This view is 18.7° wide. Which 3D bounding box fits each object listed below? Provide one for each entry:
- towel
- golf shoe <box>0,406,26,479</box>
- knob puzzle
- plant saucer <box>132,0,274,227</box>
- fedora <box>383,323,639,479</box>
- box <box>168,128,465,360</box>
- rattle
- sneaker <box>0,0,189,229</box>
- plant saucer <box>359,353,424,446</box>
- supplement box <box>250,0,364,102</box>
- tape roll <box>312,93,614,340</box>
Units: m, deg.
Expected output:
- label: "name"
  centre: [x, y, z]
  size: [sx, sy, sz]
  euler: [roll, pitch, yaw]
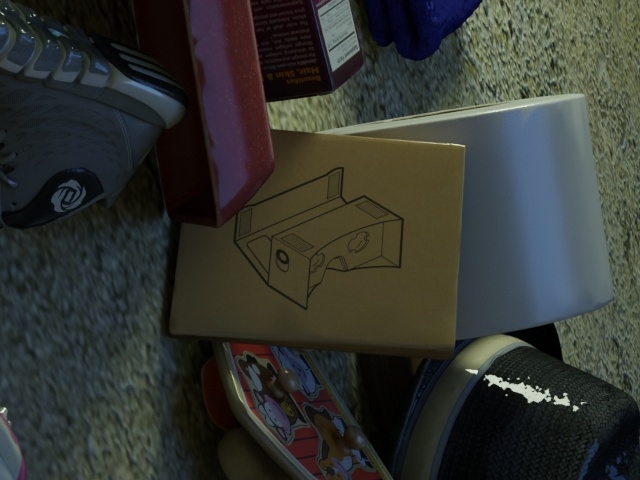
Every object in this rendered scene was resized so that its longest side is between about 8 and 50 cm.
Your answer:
- label: "towel"
  centre: [0.099, -0.320, 1.834]
  size: [0.308, 0.076, 0.227]
  euler: [-52, 130, -57]
- label: "golf shoe"
  centre: [-0.258, 0.086, 0.897]
  size: [0.306, 0.115, 0.140]
  euler: [43, 53, -44]
- label: "knob puzzle"
  centre: [-0.014, 0.116, 1.408]
  size: [0.213, 0.030, 0.213]
  euler: [48, 17, -20]
- label: "plant saucer"
  centre: [-0.082, -0.141, 1.245]
  size: [0.258, 0.048, 0.259]
  euler: [-171, -109, -78]
- label: "fedora"
  centre: [0.185, 0.204, 1.700]
  size: [0.334, 0.152, 0.334]
  euler: [-25, 119, -55]
- label: "box"
  centre: [0.000, 0.000, 1.383]
  size: [0.021, 0.201, 0.164]
  euler: [96, -1, -66]
- label: "rattle"
  centre: [-0.057, 0.203, 1.401]
  size: [0.199, 0.143, 0.130]
  euler: [47, 31, 9]
- label: "sneaker"
  centre: [-0.194, -0.071, 1.100]
  size: [0.229, 0.132, 0.086]
  euler: [22, 17, -32]
- label: "plant saucer"
  centre: [0.103, 0.083, 1.780]
  size: [0.278, 0.041, 0.278]
  euler: [-8, 90, -66]
- label: "supplement box"
  centre: [-0.045, -0.201, 1.442]
  size: [0.081, 0.104, 0.188]
  euler: [-46, 125, -61]
- label: "tape roll"
  centre: [0.102, -0.018, 1.550]
  size: [0.246, 0.246, 0.169]
  euler: [-20, 102, -66]
